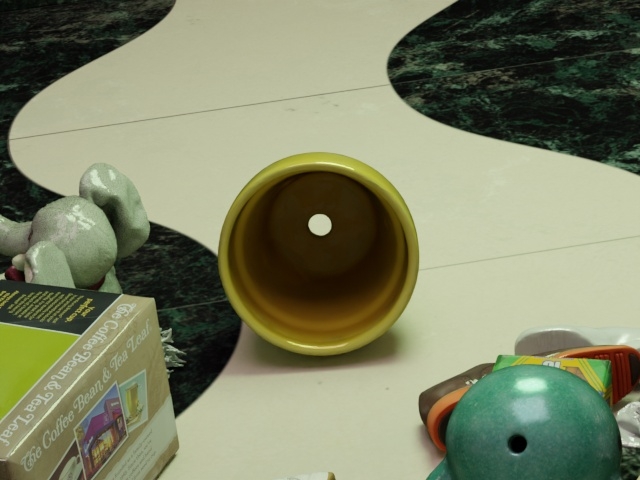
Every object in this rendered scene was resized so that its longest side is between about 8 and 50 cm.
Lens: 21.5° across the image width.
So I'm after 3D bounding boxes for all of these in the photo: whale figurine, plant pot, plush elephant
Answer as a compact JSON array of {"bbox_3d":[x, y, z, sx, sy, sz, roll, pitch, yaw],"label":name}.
[{"bbox_3d":[0.200,0.255,1.652,0.216,0.272,0.141,5,-11,18],"label":"whale figurine"},{"bbox_3d":[0.000,0.000,2.212,0.254,0.254,0.239,-5,12,2],"label":"plant pot"},{"bbox_3d":[-0.344,0.049,2.146,0.330,0.255,0.272,4,29,19],"label":"plush elephant"}]

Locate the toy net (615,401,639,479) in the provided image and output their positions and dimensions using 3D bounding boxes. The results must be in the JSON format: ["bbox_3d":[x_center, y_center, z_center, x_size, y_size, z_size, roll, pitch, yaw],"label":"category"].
[{"bbox_3d":[0.386,0.246,1.792,0.122,0.045,0.232,-12,45,-5],"label":"toy net"}]

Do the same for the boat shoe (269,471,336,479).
[{"bbox_3d":[-0.054,0.329,1.739,0.096,0.098,0.277,1,19,14],"label":"boat shoe"}]

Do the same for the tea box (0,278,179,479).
[{"bbox_3d":[-0.380,0.215,1.881,0.323,0.220,0.329,6,30,23],"label":"tea box"}]

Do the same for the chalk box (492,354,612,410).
[{"bbox_3d":[0.237,0.234,1.811,0.132,0.132,0.213,3,28,15],"label":"chalk box"}]

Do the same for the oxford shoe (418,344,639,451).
[{"bbox_3d":[0.244,0.165,1.981,0.271,0.097,0.098,-13,24,-10],"label":"oxford shoe"}]

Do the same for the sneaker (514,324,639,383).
[{"bbox_3d":[0.343,0.135,2.056,0.212,0.080,0.094,4,17,5],"label":"sneaker"}]
